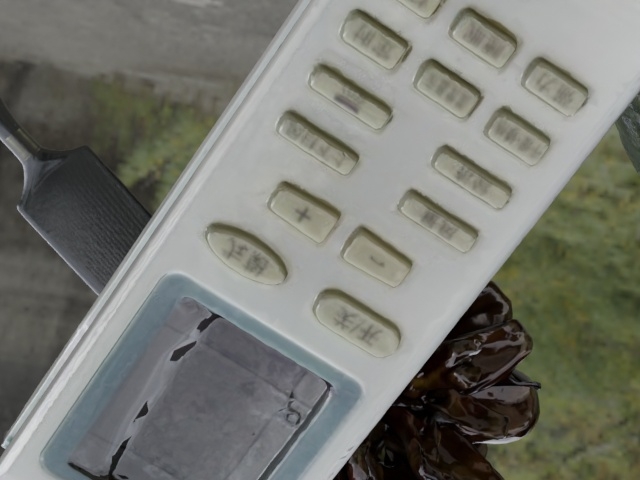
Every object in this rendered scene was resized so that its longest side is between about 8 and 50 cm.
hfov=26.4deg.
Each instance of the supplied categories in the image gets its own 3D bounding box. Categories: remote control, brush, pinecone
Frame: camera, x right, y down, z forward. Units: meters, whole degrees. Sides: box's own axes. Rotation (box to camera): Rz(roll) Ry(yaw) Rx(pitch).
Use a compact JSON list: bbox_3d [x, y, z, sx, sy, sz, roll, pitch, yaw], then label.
[{"bbox_3d":[0.000,0.000,0.465,0.103,0.277,0.055,32,-162,-11],"label":"remote control"},{"bbox_3d":[-0.176,-0.046,0.872,0.193,0.063,0.016,50,163,-20],"label":"brush"},{"bbox_3d":[0.017,0.112,0.938,0.242,0.298,0.296,30,156,-14],"label":"pinecone"}]

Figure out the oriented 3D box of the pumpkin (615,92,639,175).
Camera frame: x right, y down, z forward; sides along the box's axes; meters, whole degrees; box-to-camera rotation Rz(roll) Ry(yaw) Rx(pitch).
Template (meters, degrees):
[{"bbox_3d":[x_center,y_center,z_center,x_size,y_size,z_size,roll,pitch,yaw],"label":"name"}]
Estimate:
[{"bbox_3d":[0.303,-0.115,0.763,0.291,0.257,0.328,-25,122,21],"label":"pumpkin"}]
